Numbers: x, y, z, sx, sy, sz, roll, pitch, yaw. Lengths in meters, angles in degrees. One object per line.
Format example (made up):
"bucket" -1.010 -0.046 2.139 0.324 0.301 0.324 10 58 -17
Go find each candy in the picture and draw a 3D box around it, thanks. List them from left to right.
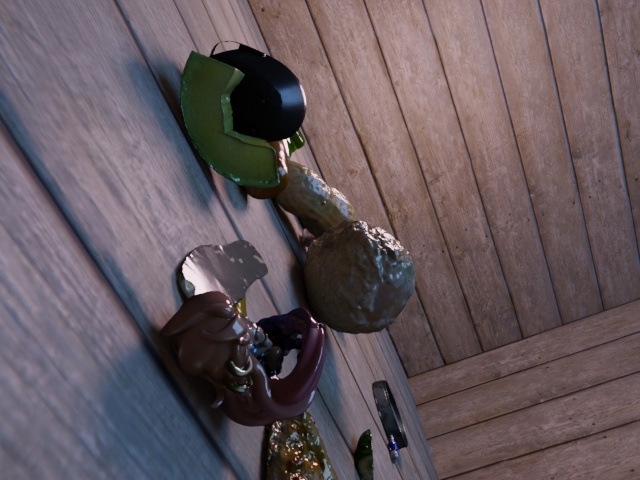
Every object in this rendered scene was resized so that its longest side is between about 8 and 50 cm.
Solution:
"candy" -0.119 -0.254 1.124 0.149 0.069 0.246 55 31 -32

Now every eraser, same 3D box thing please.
"eraser" 0.000 0.000 1.195 0.065 0.105 0.026 -99 -156 -54

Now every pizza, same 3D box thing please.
"pizza" -0.016 0.269 0.448 0.161 0.063 0.182 39 31 -64

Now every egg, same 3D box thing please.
"egg" 0.087 0.084 0.982 0.310 0.279 0.279 -70 138 -74

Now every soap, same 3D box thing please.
"soap" -0.103 0.081 0.533 0.034 0.012 0.089 56 14 -47

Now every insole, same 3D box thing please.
"insole" -0.115 0.037 0.533 0.081 0.011 0.248 54 10 0

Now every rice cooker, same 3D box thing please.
"rice cooker" -0.124 -0.251 0.727 0.203 0.142 0.118 32 37 13

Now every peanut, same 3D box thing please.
"peanut" -0.018 -0.098 1.088 0.313 0.149 0.149 33 31 -46

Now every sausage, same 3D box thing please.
"sausage" -0.126 -0.192 0.841 0.109 0.109 0.270 57 13 -58

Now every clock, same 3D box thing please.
"clock" 0.236 0.584 1.421 0.226 0.049 0.225 -22 90 -84

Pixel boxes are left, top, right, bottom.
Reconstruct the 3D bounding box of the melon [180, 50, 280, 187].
"melon" -0.140 -0.175 0.634 0.064 0.118 0.209 -130 -154 -68

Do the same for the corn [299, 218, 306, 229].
"corn" -0.010 -0.040 1.324 0.080 0.080 0.238 -102 169 -53

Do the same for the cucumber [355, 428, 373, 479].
"cucumber" 0.089 0.426 0.850 0.107 0.035 0.067 -57 143 -83

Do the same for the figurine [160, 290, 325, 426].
"figurine" -0.071 0.110 0.388 0.157 0.126 0.114 22 85 -47

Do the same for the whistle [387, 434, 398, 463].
"whistle" 0.216 0.620 1.251 0.083 0.029 0.033 -90 -166 -59
